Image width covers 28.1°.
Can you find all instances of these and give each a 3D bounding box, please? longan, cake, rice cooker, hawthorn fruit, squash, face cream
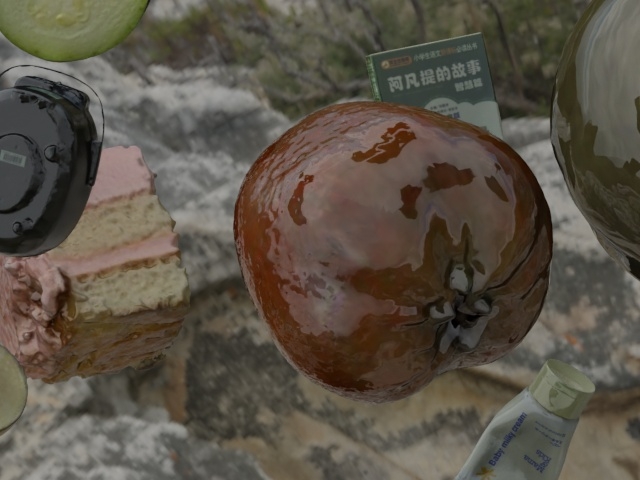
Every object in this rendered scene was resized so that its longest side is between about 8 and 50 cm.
[{"bbox_3d":[0.383,-0.115,1.166,0.361,0.361,0.361,-12,51,15],"label":"longan"},{"bbox_3d":[-0.388,0.045,2.072,0.293,0.314,0.306,-11,69,-29],"label":"cake"},{"bbox_3d":[-0.305,-0.080,1.329,0.142,0.118,0.203,16,97,2],"label":"rice cooker"},{"bbox_3d":[0.028,-0.010,0.834,0.199,0.199,0.251,-39,40,-9],"label":"hawthorn fruit"},{"bbox_3d":[-0.366,-0.386,1.846,0.252,0.252,0.049,-31,29,-2],"label":"squash"},{"bbox_3d":[0.261,0.260,1.610,0.114,0.070,0.224,31,110,9],"label":"face cream"}]

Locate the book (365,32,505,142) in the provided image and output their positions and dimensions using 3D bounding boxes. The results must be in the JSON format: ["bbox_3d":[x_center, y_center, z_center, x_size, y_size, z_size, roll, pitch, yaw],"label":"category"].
[{"bbox_3d":[0.184,-0.166,1.921,0.202,0.264,0.027,-15,5,-24],"label":"book"}]

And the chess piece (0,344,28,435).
[{"bbox_3d":[-0.307,0.154,0.999,0.200,0.090,0.090,-45,35,42],"label":"chess piece"}]
